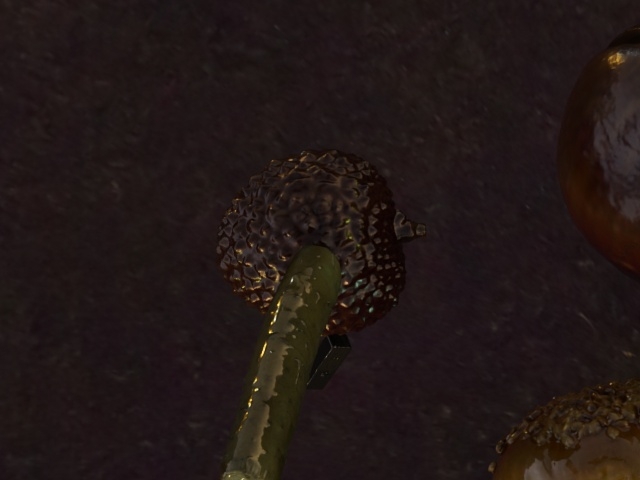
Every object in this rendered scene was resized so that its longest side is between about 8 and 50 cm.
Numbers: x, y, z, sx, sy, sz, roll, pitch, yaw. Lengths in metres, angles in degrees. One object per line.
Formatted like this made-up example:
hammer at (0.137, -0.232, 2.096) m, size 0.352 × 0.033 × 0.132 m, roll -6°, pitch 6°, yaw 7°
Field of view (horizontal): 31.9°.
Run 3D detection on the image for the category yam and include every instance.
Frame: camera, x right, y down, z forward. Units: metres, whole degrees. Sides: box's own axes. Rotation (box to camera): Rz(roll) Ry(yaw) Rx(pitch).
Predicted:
yam at (-0.044, 0.145, 1.317) m, size 0.083 × 0.083 × 0.371 m, roll -7°, pitch 36°, yaw 22°

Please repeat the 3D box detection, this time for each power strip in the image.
power strip at (0.008, 0.184, 1.680) m, size 0.111 × 0.038 × 0.029 m, roll -59°, pitch 39°, yaw 39°

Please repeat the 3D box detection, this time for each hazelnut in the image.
hazelnut at (0.549, -0.107, 1.532) m, size 0.402 × 0.402 × 0.429 m, roll -49°, pitch 48°, yaw 6°

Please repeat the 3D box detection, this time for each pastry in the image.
pastry at (0.434, 0.333, 1.630) m, size 0.409 × 0.409 × 0.245 m, roll -20°, pitch 73°, yaw 18°

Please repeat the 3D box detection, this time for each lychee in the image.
lychee at (0.000, 0.000, 1.600) m, size 0.304 × 0.276 × 0.276 m, roll -9°, pitch 73°, yaw -1°
